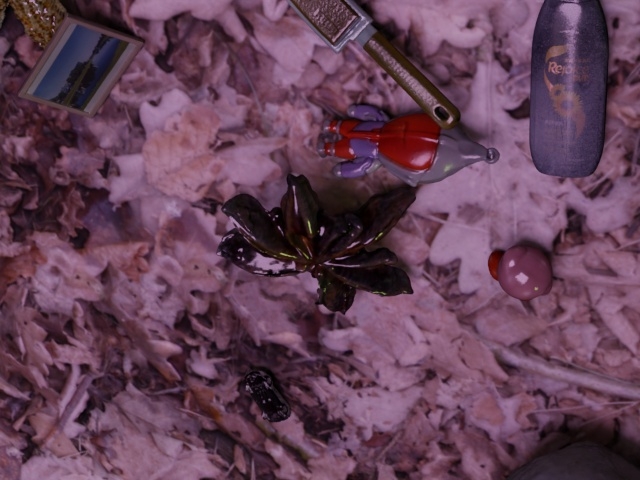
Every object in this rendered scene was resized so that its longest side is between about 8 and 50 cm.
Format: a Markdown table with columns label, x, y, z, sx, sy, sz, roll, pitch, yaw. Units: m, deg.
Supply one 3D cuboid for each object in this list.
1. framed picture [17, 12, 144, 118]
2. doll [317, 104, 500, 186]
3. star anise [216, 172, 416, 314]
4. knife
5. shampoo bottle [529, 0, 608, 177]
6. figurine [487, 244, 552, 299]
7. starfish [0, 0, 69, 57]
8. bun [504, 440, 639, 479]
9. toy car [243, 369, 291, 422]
| label | x | y | z | sx | sy | sz | roll | pitch | yaw |
| --- | --- | --- | --- | --- | --- | --- | --- | --- | --- |
| framed picture | -0.309 | -0.222 | 1.724 | 0.109 | 0.011 | 0.149 | 15 | 134 | -33 |
| doll | 0.105 | -0.113 | 1.605 | 0.227 | 0.102 | 0.075 | 6 | 165 | 21 |
| star anise | -0.004 | 0.001 | 1.671 | 0.282 | 0.129 | 0.212 | 15 | 152 | -25 |
| knife | 0.029 | -0.248 | 1.567 | 0.343 | 0.027 | 0.061 | 46 | 114 | 4 |
| shampoo bottle | 0.282 | -0.185 | 1.514 | 0.087 | 0.049 | 0.234 | 7 | 120 | 17 |
| figurine | 0.252 | 0.041 | 1.647 | 0.083 | 0.067 | 0.071 | 31 | 148 | -16 |
| starfish | -0.401 | -0.359 | 1.684 | 0.358 | 0.078 | 0.347 | 28 | 130 | 2 |
| bun | 0.363 | 0.423 | 1.745 | 0.354 | 0.194 | 0.354 | 8 | 119 | 15 |
| toy car | -0.077 | 0.221 | 1.912 | 0.041 | 0.025 | 0.093 | -16 | 114 | 27 |
